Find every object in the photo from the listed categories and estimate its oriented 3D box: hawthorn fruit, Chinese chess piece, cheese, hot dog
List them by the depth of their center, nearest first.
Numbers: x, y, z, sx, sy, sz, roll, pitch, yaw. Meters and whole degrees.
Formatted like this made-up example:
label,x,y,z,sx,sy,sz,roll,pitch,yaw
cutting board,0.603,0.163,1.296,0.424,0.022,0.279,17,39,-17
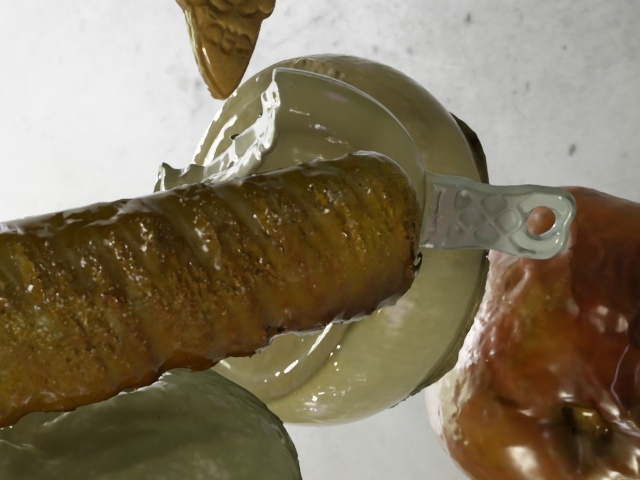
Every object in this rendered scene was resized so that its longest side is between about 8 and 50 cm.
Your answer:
label,x,y,z,sx,sy,sz,roll,pitch,yaw
hot dog,-0.086,0.026,0.421,0.083,0.289,0.068,97,150,-42
cheese,0.022,-0.007,0.688,0.163,0.249,0.071,-59,17,27
Chinese chess piece,0.000,0.000,1.002,0.338,0.140,0.338,-17,67,47
hawthorn fruit,0.353,0.163,1.421,0.471,0.471,0.472,15,110,47

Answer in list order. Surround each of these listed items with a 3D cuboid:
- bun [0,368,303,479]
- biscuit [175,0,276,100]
label,x,y,z,sx,sy,sz,roll,pitch,yaw
bun,-0.168,0.189,0.556,0.349,0.227,0.352,-36,62,43
biscuit,-0.099,-0.273,1.161,0.035,0.162,0.250,9,99,44
